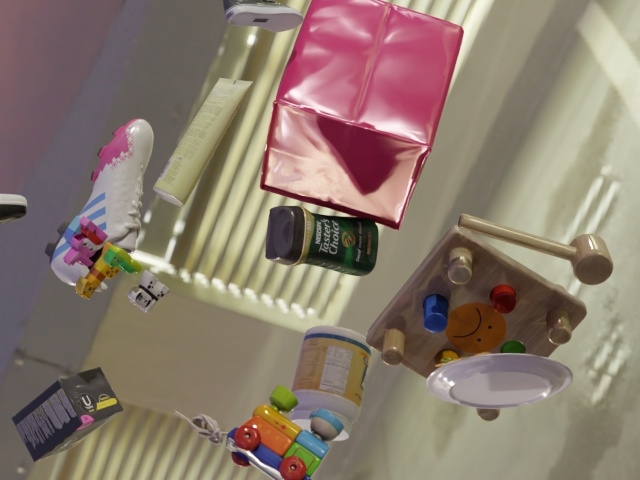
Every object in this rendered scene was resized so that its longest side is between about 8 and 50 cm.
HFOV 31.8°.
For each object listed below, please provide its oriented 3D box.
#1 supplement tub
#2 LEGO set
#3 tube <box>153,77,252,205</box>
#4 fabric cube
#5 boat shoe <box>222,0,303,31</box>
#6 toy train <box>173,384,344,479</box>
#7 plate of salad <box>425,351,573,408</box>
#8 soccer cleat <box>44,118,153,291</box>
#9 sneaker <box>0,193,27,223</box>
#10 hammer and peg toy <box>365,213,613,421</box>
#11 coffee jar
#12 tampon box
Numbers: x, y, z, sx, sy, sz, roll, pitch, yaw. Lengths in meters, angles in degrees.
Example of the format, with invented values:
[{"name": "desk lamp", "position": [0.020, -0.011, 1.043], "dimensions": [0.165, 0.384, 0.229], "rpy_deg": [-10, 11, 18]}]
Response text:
[{"name": "supplement tub", "position": [0.018, 0.285, 2.242], "dimensions": [0.144, 0.144, 0.200], "rpy_deg": [131, 155, -62]}, {"name": "LEGO set", "position": [-0.343, 0.047, 1.734], "dimensions": [0.087, 0.227, 0.093], "rpy_deg": [28, 77, 38]}, {"name": "tube", "position": [-0.198, -0.173, 1.899], "dimensions": [0.240, 0.070, 0.062], "rpy_deg": [-63, -7, -13]}, {"name": "fabric cube", "position": [0.065, -0.215, 1.832], "dimensions": [0.254, 0.259, 0.258], "rpy_deg": [107, 180, -58]}, {"name": "boat shoe", "position": [-0.084, -0.338, 1.649], "dimensions": [0.049, 0.142, 0.040], "rpy_deg": [-36, 68, 40]}, {"name": "toy train", "position": [-0.094, 0.290, 1.806], "dimensions": [0.143, 0.248, 0.105], "rpy_deg": [-51, -12, -27]}, {"name": "plate of salad", "position": [0.244, 0.185, 1.540], "dimensions": [0.200, 0.199, 0.048], "rpy_deg": [125, 149, -56]}, {"name": "soccer cleat", "position": [-0.369, -0.058, 2.062], "dimensions": [0.331, 0.143, 0.116], "rpy_deg": [-62, -19, -4]}, {"name": "sneaker", "position": [-0.505, 0.008, 1.557], "dimensions": [0.079, 0.217, 0.121], "rpy_deg": [-26, 77, 57]}, {"name": "hammer and peg toy", "position": [0.261, 0.087, 1.719], "dimensions": [0.361, 0.266, 0.127], "rpy_deg": [-55, 11, 29]}, {"name": "coffee jar", "position": [0.000, 0.000, 1.772], "dimensions": [0.079, 0.184, 0.096], "rpy_deg": [-5, 79, 55]}, {"name": "tampon box", "position": [-0.485, 0.333, 2.153], "dimensions": [0.161, 0.101, 0.120], "rpy_deg": [-37, -12, 29]}]
